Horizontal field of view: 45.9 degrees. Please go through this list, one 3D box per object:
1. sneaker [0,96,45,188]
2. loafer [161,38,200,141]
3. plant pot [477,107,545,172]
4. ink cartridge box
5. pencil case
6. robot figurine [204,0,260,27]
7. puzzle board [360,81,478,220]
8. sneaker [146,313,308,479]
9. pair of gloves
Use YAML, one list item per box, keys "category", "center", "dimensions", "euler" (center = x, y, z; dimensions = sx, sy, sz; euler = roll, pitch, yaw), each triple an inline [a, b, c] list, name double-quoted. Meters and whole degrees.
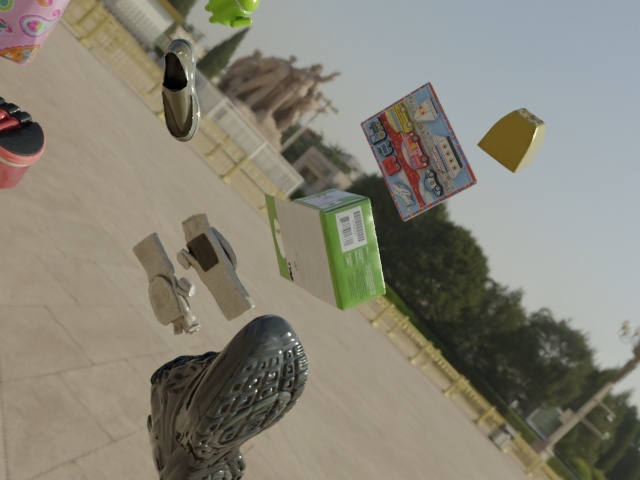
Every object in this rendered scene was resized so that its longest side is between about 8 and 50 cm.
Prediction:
- category: "sneaker"
  center: [-0.588, -0.205, 1.221]
  dimensions: [0.314, 0.136, 0.116]
  euler: [46, 38, 7]
- category: "loafer"
  center: [-0.352, -0.359, 1.838]
  dimensions: [0.087, 0.095, 0.251]
  euler: [-53, 146, -63]
- category: "plant pot"
  center: [0.331, -0.175, 1.273]
  dimensions: [0.081, 0.083, 0.081]
  euler: [42, 34, 18]
- category: "ink cartridge box"
  center: [0.000, 0.000, 1.414]
  dimensions: [0.255, 0.097, 0.188]
  euler: [23, -52, 59]
- category: "pencil case"
  center: [-0.444, -0.412, 1.184]
  dimensions: [0.124, 0.284, 0.124]
  euler: [36, 11, -8]
- category: "robot figurine"
  center: [-0.162, -0.447, 1.416]
  dimensions: [0.067, 0.115, 0.101]
  euler: [-15, 87, -58]
- category: "puzzle board"
  center: [0.107, -0.099, 0.846]
  dimensions: [0.011, 0.096, 0.128]
  euler: [-2, 66, -60]
- category: "sneaker"
  center: [-0.113, 0.154, 0.739]
  dimensions: [0.109, 0.286, 0.130]
  euler: [-6, 52, -41]
- category: "pair of gloves"
  center: [-0.243, 0.068, 1.375]
  dimensions: [0.042, 0.240, 0.204]
  euler: [-24, 92, -52]
